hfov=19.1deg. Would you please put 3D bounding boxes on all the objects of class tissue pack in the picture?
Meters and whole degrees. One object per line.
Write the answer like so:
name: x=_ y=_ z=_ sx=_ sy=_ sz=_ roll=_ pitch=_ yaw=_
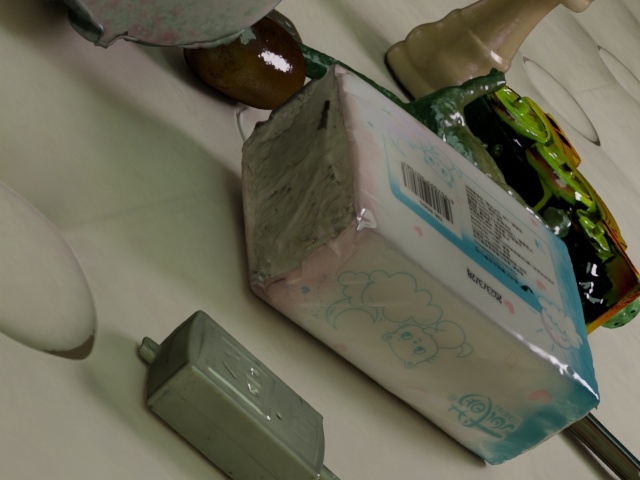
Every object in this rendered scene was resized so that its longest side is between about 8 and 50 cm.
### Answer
tissue pack: x=0.073 y=0.021 z=1.396 sx=0.271 sy=0.124 sz=0.201 roll=38 pitch=25 yaw=-30

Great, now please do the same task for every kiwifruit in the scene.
kiwifruit: x=-0.059 y=-0.147 z=1.520 sx=0.124 sy=0.075 sz=0.075 roll=30 pitch=26 yaw=-50

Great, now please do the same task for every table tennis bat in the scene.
table tennis bat: x=0.306 y=0.239 z=1.605 sx=0.301 sy=0.022 sz=0.173 roll=45 pitch=6 yaw=0

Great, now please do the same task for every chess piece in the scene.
chess piece: x=0.243 y=-0.281 z=1.919 sx=0.117 sy=0.397 sz=0.117 roll=41 pitch=20 yaw=-18

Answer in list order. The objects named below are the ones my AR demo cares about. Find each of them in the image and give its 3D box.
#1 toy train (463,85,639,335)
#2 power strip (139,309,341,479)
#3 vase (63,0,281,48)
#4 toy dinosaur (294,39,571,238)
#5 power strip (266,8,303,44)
toy train: x=0.221 y=-0.030 z=1.845 sx=0.160 sy=0.100 sz=0.296 roll=29 pitch=27 yaw=-47
power strip: x=-0.032 y=0.114 z=1.123 sx=0.175 sy=0.042 sz=0.075 roll=42 pitch=19 yaw=-17
vase: x=-0.132 y=-0.321 z=1.457 sx=0.250 sy=0.250 sz=0.445 roll=37 pitch=17 yaw=-28
toy dinosaur: x=0.079 y=-0.057 z=1.640 sx=0.301 sy=0.087 sz=0.447 roll=-12 pitch=72 yaw=-51
power strip: x=-0.080 y=-0.204 z=1.646 sx=0.178 sy=0.028 sz=0.049 roll=30 pitch=27 yaw=-41
